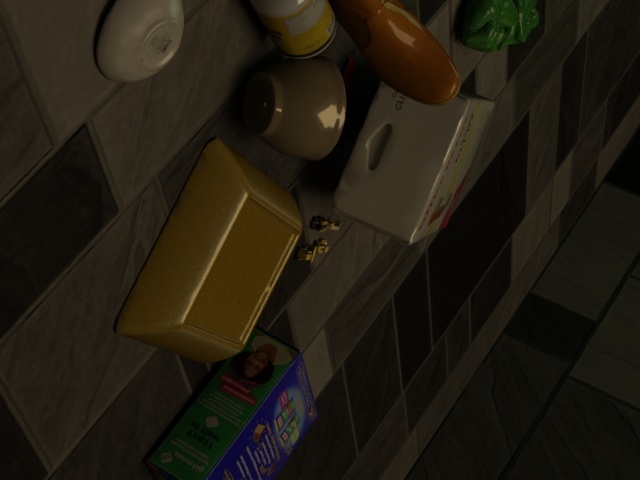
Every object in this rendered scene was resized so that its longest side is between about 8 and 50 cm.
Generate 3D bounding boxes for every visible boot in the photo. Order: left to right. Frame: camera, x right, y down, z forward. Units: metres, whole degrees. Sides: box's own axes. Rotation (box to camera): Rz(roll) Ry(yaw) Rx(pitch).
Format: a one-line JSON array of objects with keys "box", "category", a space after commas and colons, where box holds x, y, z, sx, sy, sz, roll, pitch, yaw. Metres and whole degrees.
[{"box": [0.084, -0.332, 1.818, 0.104, 0.295, 0.211, -45, 164, 2], "category": "boot"}]

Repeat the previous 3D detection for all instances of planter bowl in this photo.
[{"box": [-0.050, -0.204, 1.841, 0.109, 0.162, 0.162, 0, 115, -35], "category": "planter bowl"}]

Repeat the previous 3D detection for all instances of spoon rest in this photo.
[{"box": [-0.193, -0.320, 1.538, 0.276, 0.084, 0.137, -54, 156, 8], "category": "spoon rest"}]

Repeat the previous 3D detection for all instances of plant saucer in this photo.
[{"box": [-0.149, 0.041, 1.938, 0.333, 0.081, 0.333, -63, 156, -4], "category": "plant saucer"}]

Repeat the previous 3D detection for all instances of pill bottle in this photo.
[{"box": [-0.046, -0.349, 1.750, 0.103, 0.103, 0.184, -59, 155, -12], "category": "pill bottle"}]

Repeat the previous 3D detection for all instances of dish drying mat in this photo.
[{"box": [0.040, -0.275, 2.110, 0.032, 0.008, 0.083, 11, 102, -66], "category": "dish drying mat"}]

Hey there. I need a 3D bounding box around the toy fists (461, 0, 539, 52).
[{"box": [0.377, -0.465, 2.507, 0.279, 0.096, 0.142, -29, 138, -55], "category": "toy fists"}]

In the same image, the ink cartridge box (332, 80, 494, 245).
[{"box": [0.179, -0.157, 2.227, 0.279, 0.160, 0.384, -69, 168, 11], "category": "ink cartridge box"}]

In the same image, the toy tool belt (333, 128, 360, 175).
[{"box": [0.050, -0.158, 2.187, 0.051, 0.052, 0.083, -25, 134, -67], "category": "toy tool belt"}]

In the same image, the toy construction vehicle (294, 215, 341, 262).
[{"box": [0.000, 0.000, 2.253, 0.098, 0.035, 0.086, -5, 117, -63], "category": "toy construction vehicle"}]

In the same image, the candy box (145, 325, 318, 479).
[{"box": [-0.149, 0.356, 2.184, 0.317, 0.122, 0.268, -54, 155, -26], "category": "candy box"}]
